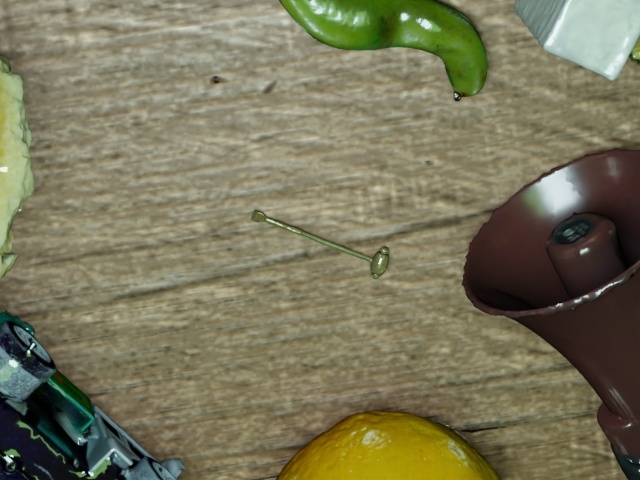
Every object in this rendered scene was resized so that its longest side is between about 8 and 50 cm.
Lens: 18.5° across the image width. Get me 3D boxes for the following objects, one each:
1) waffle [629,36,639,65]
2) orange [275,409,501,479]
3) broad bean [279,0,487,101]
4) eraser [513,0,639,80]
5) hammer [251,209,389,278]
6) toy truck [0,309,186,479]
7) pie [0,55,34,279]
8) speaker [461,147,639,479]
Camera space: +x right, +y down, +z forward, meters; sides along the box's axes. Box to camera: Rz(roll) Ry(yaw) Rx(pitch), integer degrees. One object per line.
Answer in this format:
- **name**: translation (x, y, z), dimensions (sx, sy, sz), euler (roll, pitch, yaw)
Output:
- **waffle**: translation (0.292, -0.126, 1.577), dimensions (0.098, 0.023, 0.152), euler (-20, 147, -1)
- **orange**: translation (0.057, 0.253, 1.655), dimensions (0.219, 0.193, 0.219), euler (-2, 98, -17)
- **broad bean**: translation (0.043, -0.177, 1.574), dimensions (0.214, 0.048, 0.070), euler (24, 105, -14)
- **eraser**: translation (0.262, -0.299, 1.497), dimensions (0.078, 0.144, 0.343), euler (23, 107, -12)
- **hammer**: translation (0.000, 0.000, 1.651), dimensions (0.123, 0.014, 0.029), euler (21, 98, -9)
- **toy truck**: translation (-0.267, 0.145, 1.598), dimensions (0.176, 0.178, 0.363), euler (-45, 106, 4)
- **pie**: translation (-0.366, -0.041, 1.495), dimensions (0.340, 0.083, 0.339), euler (-6, 69, 16)
- **speaker**: translation (0.299, 0.067, 1.654), dimensions (0.329, 0.198, 0.259), euler (49, 60, -31)
